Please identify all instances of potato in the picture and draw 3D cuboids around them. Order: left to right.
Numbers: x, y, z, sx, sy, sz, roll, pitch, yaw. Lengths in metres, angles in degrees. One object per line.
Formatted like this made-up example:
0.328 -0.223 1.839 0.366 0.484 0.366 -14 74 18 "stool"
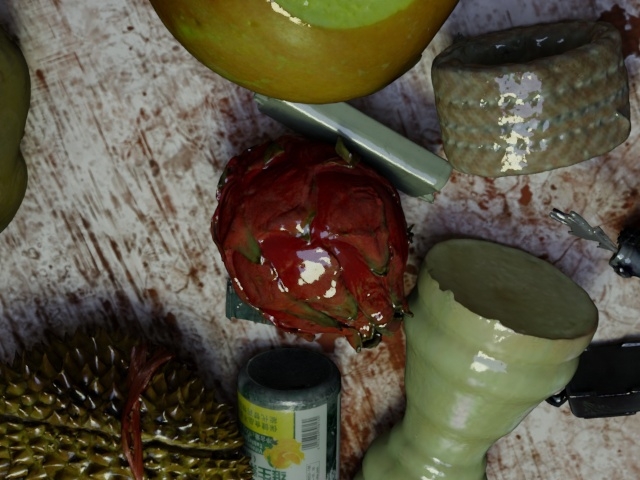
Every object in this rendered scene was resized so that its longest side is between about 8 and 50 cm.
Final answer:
-0.447 -0.145 1.742 0.202 0.218 0.351 -2 117 1 "potato"

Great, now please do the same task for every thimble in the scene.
0.250 -0.172 1.712 0.229 0.196 0.148 -9 113 7 "thimble"

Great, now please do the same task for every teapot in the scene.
0.387 0.200 1.947 0.177 0.087 0.096 -6 137 5 "teapot"

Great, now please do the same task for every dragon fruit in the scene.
0.000 0.000 1.774 0.299 0.244 0.244 44 109 -7 "dragon fruit"

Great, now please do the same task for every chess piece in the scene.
0.171 0.232 1.903 0.234 0.234 0.442 18 119 -6 "chess piece"

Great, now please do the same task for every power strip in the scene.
0.043 -0.129 1.782 0.270 0.118 0.046 29 80 -11 "power strip"

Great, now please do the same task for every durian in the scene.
-0.269 0.289 1.893 0.384 0.347 0.348 13 119 31 "durian"

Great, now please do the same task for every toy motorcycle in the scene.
0.465 0.039 1.803 0.401 0.207 0.134 36 82 -10 "toy motorcycle"

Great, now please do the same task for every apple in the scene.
-0.003 -0.330 1.564 0.374 0.374 0.384 43 120 -16 "apple"

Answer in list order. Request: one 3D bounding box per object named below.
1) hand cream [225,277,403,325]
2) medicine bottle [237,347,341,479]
-0.004 0.090 1.922 0.248 0.052 0.075 4 114 1 "hand cream"
-0.043 0.303 1.972 0.141 0.141 0.293 1 115 2 "medicine bottle"
